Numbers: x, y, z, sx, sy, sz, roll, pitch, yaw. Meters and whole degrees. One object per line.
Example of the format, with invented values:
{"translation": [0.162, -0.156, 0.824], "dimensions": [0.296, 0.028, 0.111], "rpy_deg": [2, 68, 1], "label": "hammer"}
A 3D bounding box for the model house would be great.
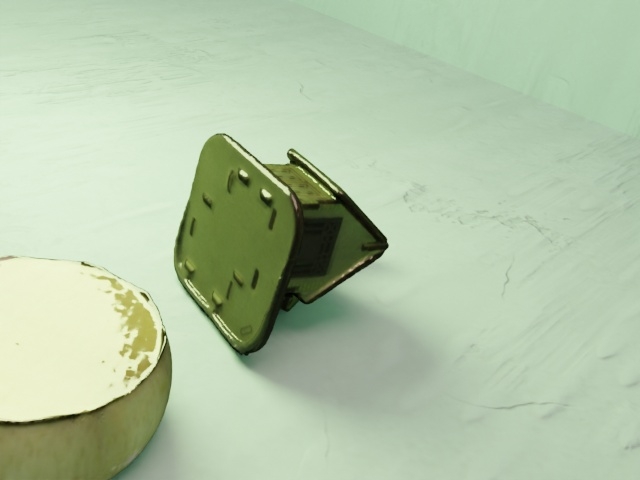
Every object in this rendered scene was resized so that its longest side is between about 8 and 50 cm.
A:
{"translation": [0.000, 0.000, 0.960], "dimensions": [0.278, 0.205, 0.218], "rpy_deg": [0, 31, -37], "label": "model house"}

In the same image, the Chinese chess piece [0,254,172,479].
{"translation": [-0.263, 0.117, 0.711], "dimensions": [0.257, 0.104, 0.257], "rpy_deg": [10, 28, -5], "label": "Chinese chess piece"}
